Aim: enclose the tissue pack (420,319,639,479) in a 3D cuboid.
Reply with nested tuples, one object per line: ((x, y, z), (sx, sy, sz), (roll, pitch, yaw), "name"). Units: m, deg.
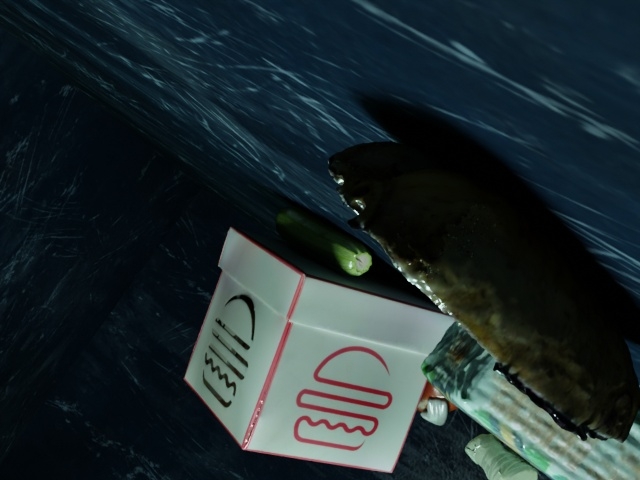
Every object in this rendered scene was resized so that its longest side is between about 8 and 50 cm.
((0.283, 0.211, 1.057), (0.311, 0.128, 0.228), (36, 178, -4), "tissue pack")

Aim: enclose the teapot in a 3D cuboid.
((0.221, 0.272, 1.116), (0.067, 0.057, 0.083), (-6, -148, -29), "teapot")

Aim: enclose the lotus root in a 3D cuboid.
((0.140, 0.036, 0.610), (0.329, 0.078, 0.167), (36, -160, -39), "lotus root")

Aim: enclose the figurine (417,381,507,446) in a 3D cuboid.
((0.247, 0.231, 1.623), (0.193, 0.154, 0.421), (-13, -155, -43), "figurine")

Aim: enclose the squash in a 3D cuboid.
((0.000, 0.000, 1.486), (0.066, 0.066, 0.229), (39, 174, -41), "squash")

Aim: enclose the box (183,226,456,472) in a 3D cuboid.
((-0.015, 0.183, 1.566), (0.312, 0.300, 0.314), (17, -174, -30), "box")
